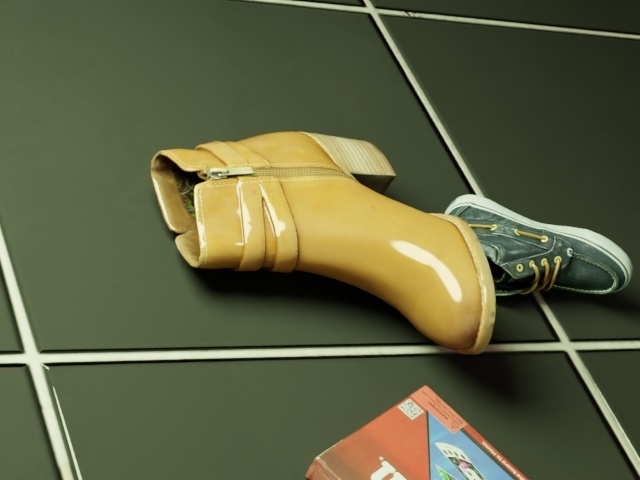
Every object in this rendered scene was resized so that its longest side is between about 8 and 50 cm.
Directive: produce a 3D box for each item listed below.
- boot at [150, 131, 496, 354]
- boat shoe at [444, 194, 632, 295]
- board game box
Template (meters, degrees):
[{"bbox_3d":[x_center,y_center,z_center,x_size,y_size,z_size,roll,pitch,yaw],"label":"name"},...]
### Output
[{"bbox_3d":[0.000,0.000,1.288,0.220,0.109,0.283,-3,44,-34],"label":"boot"},{"bbox_3d":[0.195,0.025,1.416,0.183,0.065,0.083,19,40,0],"label":"boat shoe"},{"bbox_3d":[0.135,0.236,1.160,0.281,0.027,0.145,42,42,20],"label":"board game box"}]
